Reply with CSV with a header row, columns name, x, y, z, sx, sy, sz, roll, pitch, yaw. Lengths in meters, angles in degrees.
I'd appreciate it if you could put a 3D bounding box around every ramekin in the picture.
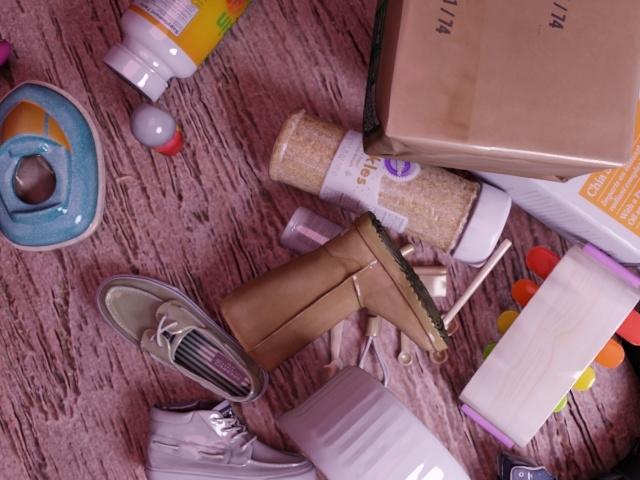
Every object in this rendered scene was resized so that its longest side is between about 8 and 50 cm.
name,x,y,z,sx,sy,sz,roll,pitch,yaw
ramekin,0.080,0.301,1.046,0.135,0.277,0.277,-43,85,-11

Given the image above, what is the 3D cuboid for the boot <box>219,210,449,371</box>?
name,x,y,z,sx,sy,sz,roll,pitch,yaw
boot,0.021,0.115,1.122,0.269,0.089,0.236,-34,84,17

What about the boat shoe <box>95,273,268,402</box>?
name,x,y,z,sx,sy,sz,roll,pitch,yaw
boat shoe,-0.209,0.142,1.152,0.302,0.094,0.109,30,86,4

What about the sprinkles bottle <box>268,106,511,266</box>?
name,x,y,z,sx,sy,sz,roll,pitch,yaw
sprinkles bottle,0.101,-0.081,1.154,0.355,0.121,0.121,23,85,4

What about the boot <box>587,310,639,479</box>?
name,x,y,z,sx,sy,sz,roll,pitch,yaw
boot,0.462,0.299,1.103,0.260,0.131,0.348,-30,70,12

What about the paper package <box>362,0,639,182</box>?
name,x,y,z,sx,sy,sz,roll,pitch,yaw
paper package,0.221,-0.252,0.936,0.309,0.168,0.325,7,88,-4

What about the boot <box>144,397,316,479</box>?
name,x,y,z,sx,sy,sz,roll,pitch,yaw
boot,-0.134,0.298,1.132,0.258,0.095,0.124,1,91,3

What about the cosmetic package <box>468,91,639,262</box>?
name,x,y,z,sx,sy,sz,roll,pitch,yaw
cosmetic package,0.321,-0.183,1.109,0.453,0.161,0.230,34,86,-4

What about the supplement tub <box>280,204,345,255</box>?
name,x,y,z,sx,sy,sz,roll,pitch,yaw
supplement tub,0.000,0.000,1.174,0.107,0.071,0.071,30,86,4

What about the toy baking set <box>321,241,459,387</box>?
name,x,y,z,sx,sy,sz,roll,pitch,yaw
toy baking set,0.095,0.126,1.178,0.256,0.030,0.197,-25,84,-1

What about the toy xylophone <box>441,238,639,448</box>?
name,x,y,z,sx,sy,sz,roll,pitch,yaw
toy xylophone,0.306,0.135,1.108,0.236,0.081,0.323,46,103,16

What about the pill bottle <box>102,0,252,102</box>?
name,x,y,z,sx,sy,sz,roll,pitch,yaw
pill bottle,-0.219,-0.339,1.181,0.136,0.136,0.246,38,87,5

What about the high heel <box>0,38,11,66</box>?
name,x,y,z,sx,sy,sz,roll,pitch,yaw
high heel,-0.619,-0.161,1.211,0.377,0.127,0.181,-35,113,-6

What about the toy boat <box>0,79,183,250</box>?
name,x,y,z,sx,sy,sz,roll,pitch,yaw
toy boat,-0.365,-0.135,1.158,0.318,0.148,0.268,-15,84,0

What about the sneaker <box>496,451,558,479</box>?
name,x,y,z,sx,sy,sz,roll,pitch,yaw
sneaker,0.246,0.399,1.110,0.226,0.086,0.164,-12,95,-9

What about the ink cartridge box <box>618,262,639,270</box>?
name,x,y,z,sx,sy,sz,roll,pitch,yaw
ink cartridge box,0.611,-0.028,1.065,0.130,0.272,0.309,45,81,-8
